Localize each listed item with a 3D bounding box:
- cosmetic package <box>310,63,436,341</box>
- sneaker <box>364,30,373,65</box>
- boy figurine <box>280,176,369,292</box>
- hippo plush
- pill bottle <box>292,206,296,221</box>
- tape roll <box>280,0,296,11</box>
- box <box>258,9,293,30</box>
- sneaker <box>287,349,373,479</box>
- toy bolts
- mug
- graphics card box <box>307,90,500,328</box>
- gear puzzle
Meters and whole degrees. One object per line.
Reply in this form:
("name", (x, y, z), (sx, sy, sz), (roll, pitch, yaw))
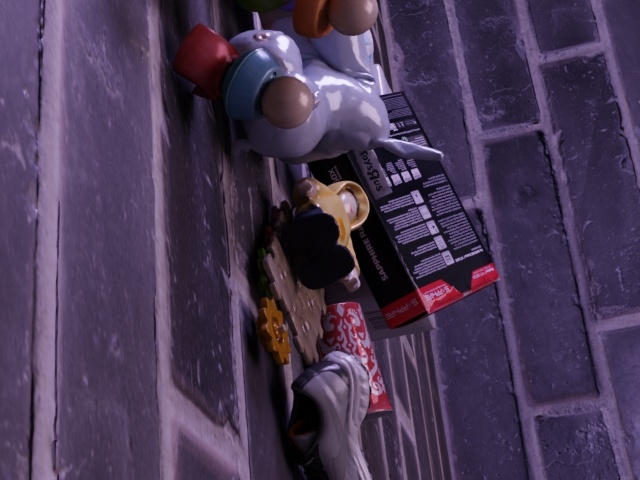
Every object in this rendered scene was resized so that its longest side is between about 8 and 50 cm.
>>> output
("cosmetic package", (0.086, -0.065, 2.163), (0.230, 0.162, 0.453), (58, 23, -62))
("sneaker", (0.062, -0.316, 2.429), (0.208, 0.127, 0.319), (-93, 166, -47))
("boy figurine", (0.016, -0.013, 1.685), (0.177, 0.092, 0.285), (65, 15, -9))
("hippo plush", (-0.042, -0.168, 1.579), (0.237, 0.234, 0.294), (-19, 79, -50))
("pill bottle", (0.000, 0.000, 1.873), (0.067, 0.067, 0.120), (-79, 156, -66))
("tape roll", (-0.019, -0.467, 1.671), (0.090, 0.275, 0.274), (150, -68, -67))
("box", (-0.037, -0.379, 1.791), (0.148, 0.121, 0.311), (7, 63, -80))
("sneaker", (0.002, 0.281, 1.543), (0.108, 0.100, 0.271), (-18, 112, -39))
("toy bolts", (-0.051, -0.242, 1.323), (0.228, 0.159, 0.218), (-62, 163, -1))
("mug", (0.021, 0.191, 1.759), (0.113, 0.150, 0.169), (0, 71, -43))
("graphics card box", (0.127, -0.057, 1.937), (0.233, 0.094, 0.370), (-20, 82, -48))
("gear puzzle", (-0.050, 0.079, 1.569), (0.339, 0.044, 0.175), (-79, 148, -68))
